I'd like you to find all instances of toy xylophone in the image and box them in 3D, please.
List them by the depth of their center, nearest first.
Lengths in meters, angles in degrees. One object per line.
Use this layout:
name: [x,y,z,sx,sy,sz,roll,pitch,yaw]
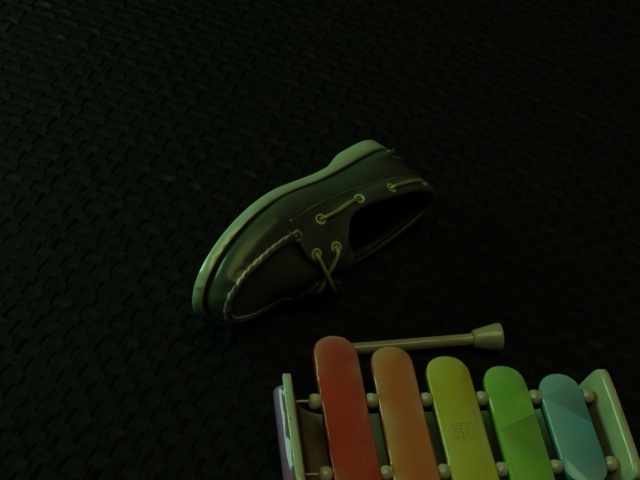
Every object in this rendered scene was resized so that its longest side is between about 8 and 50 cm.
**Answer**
toy xylophone: [0.107,0.159,0.956,0.322,0.081,0.236,-6,49,-17]

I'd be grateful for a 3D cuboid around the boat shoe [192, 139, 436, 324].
boat shoe: [0.001,-0.003,1.065,0.091,0.109,0.305,32,46,24]
